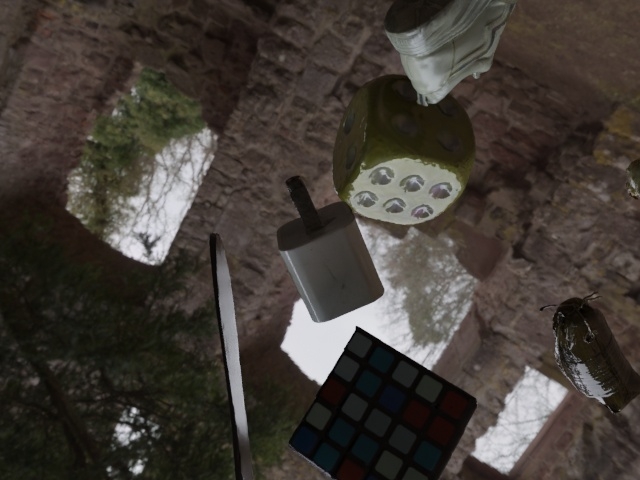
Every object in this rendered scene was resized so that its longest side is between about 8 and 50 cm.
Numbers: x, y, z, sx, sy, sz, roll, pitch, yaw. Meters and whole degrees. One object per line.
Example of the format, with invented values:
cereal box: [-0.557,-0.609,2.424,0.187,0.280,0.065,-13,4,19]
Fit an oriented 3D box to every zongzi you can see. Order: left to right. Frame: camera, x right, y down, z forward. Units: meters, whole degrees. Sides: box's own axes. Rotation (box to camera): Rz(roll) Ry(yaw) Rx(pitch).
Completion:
zongzi: [0.490,0.190,1.109,0.247,0.111,0.241,55,175,-17]

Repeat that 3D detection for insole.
insole: [-0.098,0.137,0.608,0.012,0.309,0.110,-9,166,-3]

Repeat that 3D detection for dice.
dice: [0.170,-0.188,1.178,0.238,0.227,0.233,11,-124,-18]

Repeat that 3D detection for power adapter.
power adapter: [0.000,0.000,0.854,0.130,0.125,0.205,-107,-7,-71]

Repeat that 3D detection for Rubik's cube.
Rubik's cube: [0.093,0.253,0.767,0.187,0.182,0.184,28,170,22]

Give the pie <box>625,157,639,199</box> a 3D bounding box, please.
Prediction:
pie: [0.671,-0.084,0.900,0.315,0.092,0.315,5,-167,-1]

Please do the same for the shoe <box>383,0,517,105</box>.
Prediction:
shoe: [0.263,-0.387,0.977,0.132,0.342,0.210,38,164,38]
